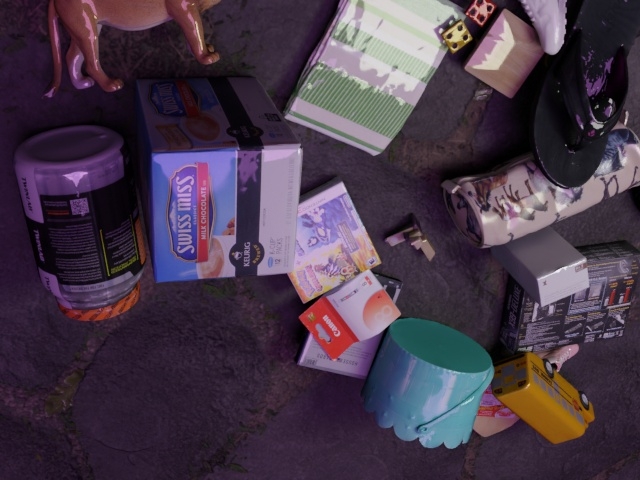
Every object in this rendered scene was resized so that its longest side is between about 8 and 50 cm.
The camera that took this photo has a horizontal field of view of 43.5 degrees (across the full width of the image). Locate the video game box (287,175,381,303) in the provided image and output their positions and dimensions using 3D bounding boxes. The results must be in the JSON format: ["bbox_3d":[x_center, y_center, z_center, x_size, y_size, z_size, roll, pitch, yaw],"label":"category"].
[{"bbox_3d":[0.000,0.000,1.638,0.187,0.048,0.205,-27,113,1],"label":"video game box"}]

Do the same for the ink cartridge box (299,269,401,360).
[{"bbox_3d":[0.065,0.158,1.712,0.179,0.045,0.145,-41,115,-10],"label":"ink cartridge box"}]

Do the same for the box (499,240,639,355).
[{"bbox_3d":[0.593,0.137,1.909,0.307,0.076,0.242,-8,121,-14],"label":"box"}]

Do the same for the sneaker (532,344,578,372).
[{"bbox_3d":[0.597,0.297,2.008,0.134,0.070,0.051,-11,120,-13],"label":"sneaker"}]

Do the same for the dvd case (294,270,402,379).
[{"bbox_3d":[0.062,0.177,1.756,0.179,0.029,0.238,17,98,-26],"label":"dvd case"}]

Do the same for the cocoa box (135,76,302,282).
[{"bbox_3d":[-0.186,-0.116,1.349,0.228,0.347,0.231,-3,120,-15],"label":"cocoa box"}]

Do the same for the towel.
[{"bbox_3d":[0.098,-0.334,1.503,0.248,0.038,0.325,19,110,-28],"label":"towel"}]

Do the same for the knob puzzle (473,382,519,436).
[{"bbox_3d":[0.449,0.420,2.055,0.213,0.030,0.213,-8,121,-14],"label":"knob puzzle"}]

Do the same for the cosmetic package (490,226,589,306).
[{"bbox_3d":[0.460,0.034,1.713,0.117,0.231,0.085,-22,123,-4],"label":"cosmetic package"}]

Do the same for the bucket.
[{"bbox_3d":[0.240,0.309,1.788,0.281,0.281,0.183,9,111,-22],"label":"bucket"}]

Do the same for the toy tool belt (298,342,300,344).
[{"bbox_3d":[-0.005,0.238,1.799,0.083,0.052,0.051,19,157,-27],"label":"toy tool belt"}]

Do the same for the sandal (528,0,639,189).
[{"bbox_3d":[0.516,-0.317,1.521,0.168,0.107,0.445,14,94,-12],"label":"sandal"}]

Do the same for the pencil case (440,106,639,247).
[{"bbox_3d":[0.459,-0.124,1.665,0.410,0.160,0.183,-23,111,-4],"label":"pencil case"}]

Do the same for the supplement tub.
[{"bbox_3d":[-0.415,-0.028,1.419,0.194,0.193,0.316,-9,121,-13],"label":"supplement tub"}]

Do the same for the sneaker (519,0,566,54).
[{"bbox_3d":[0.401,-0.460,1.488,0.095,0.090,0.235,-10,104,4],"label":"sneaker"}]

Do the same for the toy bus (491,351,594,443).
[{"bbox_3d":[0.547,0.389,1.954,0.108,0.130,0.333,-28,128,31],"label":"toy bus"}]

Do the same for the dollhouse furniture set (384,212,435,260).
[{"bbox_3d":[0.193,0.022,1.720,0.081,0.091,0.114,-26,128,16],"label":"dollhouse furniture set"}]

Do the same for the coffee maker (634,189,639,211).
[{"bbox_3d":[0.820,-0.102,1.818,0.178,0.120,0.171,-37,124,6],"label":"coffee maker"}]

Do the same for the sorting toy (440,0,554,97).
[{"bbox_3d":[0.347,-0.369,1.553,0.274,0.046,0.132,23,110,-29],"label":"sorting toy"}]

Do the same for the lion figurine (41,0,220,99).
[{"bbox_3d":[-0.302,-0.383,1.285,0.392,0.142,0.240,-18,116,-2],"label":"lion figurine"}]
